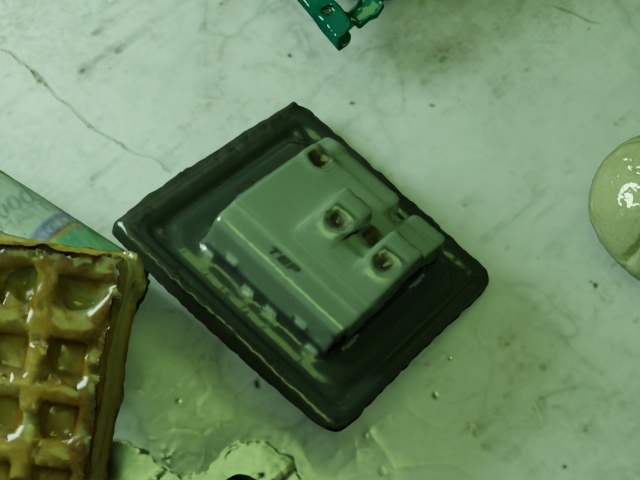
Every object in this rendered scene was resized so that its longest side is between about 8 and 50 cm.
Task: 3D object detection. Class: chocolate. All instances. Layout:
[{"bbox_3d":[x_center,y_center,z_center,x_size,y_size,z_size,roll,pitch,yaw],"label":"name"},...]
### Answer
[{"bbox_3d":[-0.289,-0.016,1.106,0.291,0.110,0.110,34,66,13],"label":"chocolate"}]

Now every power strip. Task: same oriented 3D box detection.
[{"bbox_3d":[-0.001,0.000,1.098,0.257,0.092,0.251,42,55,9],"label":"power strip"}]

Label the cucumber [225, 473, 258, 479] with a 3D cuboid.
[{"bbox_3d":[-0.102,0.286,0.998,0.069,0.069,0.227,26,68,7],"label":"cucumber"}]

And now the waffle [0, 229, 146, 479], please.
[{"bbox_3d":[-0.261,0.141,0.977,0.213,0.091,0.308,10,89,-2],"label":"waffle"}]

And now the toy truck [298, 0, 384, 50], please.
[{"bbox_3d":[-0.049,-0.357,1.256,0.363,0.176,0.178,42,80,12],"label":"toy truck"}]

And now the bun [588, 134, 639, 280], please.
[{"bbox_3d":[0.340,-0.031,1.166,0.188,0.111,0.164,32,63,13],"label":"bun"}]
